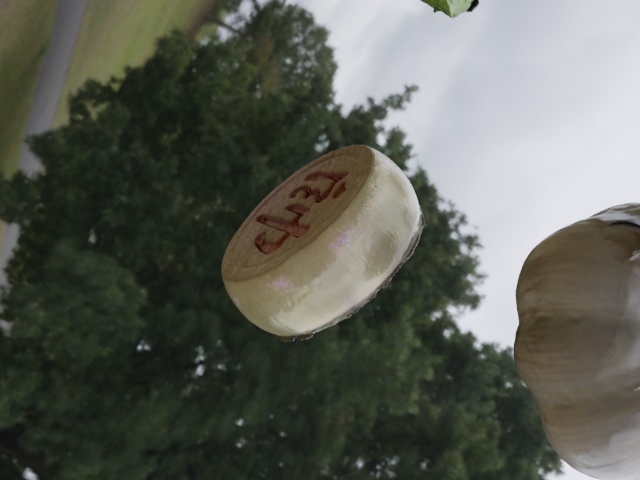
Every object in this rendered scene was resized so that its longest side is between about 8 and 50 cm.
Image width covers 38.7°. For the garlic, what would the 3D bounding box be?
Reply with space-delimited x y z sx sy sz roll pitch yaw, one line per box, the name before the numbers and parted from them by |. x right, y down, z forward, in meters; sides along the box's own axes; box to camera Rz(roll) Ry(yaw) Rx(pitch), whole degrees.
garlic | 0.351 0.110 0.983 0.322 0.322 0.241 -62 -170 2

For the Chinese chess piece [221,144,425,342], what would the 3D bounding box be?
Chinese chess piece | 0.000 0.000 1.152 0.270 0.112 0.270 -35 -158 17

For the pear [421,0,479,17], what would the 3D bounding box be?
pear | 0.092 -0.419 1.082 0.164 0.238 0.255 -51 150 4
